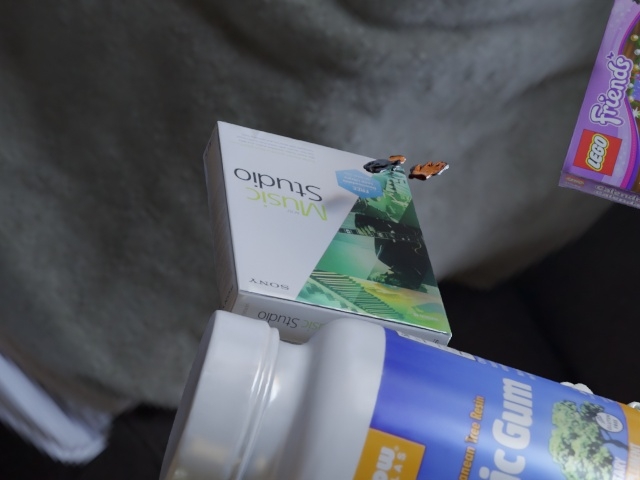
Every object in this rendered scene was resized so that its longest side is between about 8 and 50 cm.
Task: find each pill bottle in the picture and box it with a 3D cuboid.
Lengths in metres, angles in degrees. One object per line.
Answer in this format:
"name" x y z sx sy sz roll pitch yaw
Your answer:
"pill bottle" 0.051 0.133 0.982 0.152 0.272 0.152 -162 -90 -83

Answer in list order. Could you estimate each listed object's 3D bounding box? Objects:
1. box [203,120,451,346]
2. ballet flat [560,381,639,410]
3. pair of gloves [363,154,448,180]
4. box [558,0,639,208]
"box" 0.000 0.000 1.806 0.232 0.322 0.058 12 124 -17
"ballet flat" 0.282 0.236 1.613 0.483 0.182 0.164 20 150 -31
"pair of gloves" 0.091 -0.079 1.791 0.074 0.083 0.010 -28 121 -59
"box" 0.369 -0.164 1.640 0.057 0.201 0.293 72 35 -75
